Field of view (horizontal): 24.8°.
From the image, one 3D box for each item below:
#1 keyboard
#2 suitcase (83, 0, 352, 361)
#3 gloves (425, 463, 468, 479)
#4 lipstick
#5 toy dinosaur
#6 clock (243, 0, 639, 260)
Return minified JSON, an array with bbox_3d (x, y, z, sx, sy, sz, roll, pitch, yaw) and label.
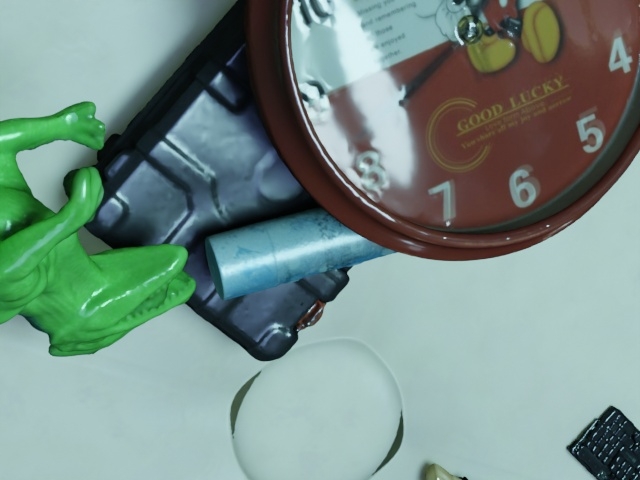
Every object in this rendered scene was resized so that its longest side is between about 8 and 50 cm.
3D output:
[{"bbox_3d":[0.296,0.222,1.292,0.060,0.018,0.195,-47,116,0],"label":"keyboard"},{"bbox_3d":[-0.019,-0.072,1.060,0.206,0.066,0.285,39,94,-25],"label":"suitcase"},{"bbox_3d":[0.110,0.266,1.200,0.180,0.106,0.129,18,105,-26],"label":"gloves"},{"bbox_3d":[0.000,0.000,1.028,0.158,0.048,0.048,-15,113,-13],"label":"lipstick"},{"bbox_3d":[-0.332,0.047,0.847,0.500,0.144,0.374,-24,155,-6],"label":"toy dinosaur"},{"bbox_3d":[0.099,-0.143,0.994,0.318,0.080,0.319,-3,99,-19],"label":"clock"}]
